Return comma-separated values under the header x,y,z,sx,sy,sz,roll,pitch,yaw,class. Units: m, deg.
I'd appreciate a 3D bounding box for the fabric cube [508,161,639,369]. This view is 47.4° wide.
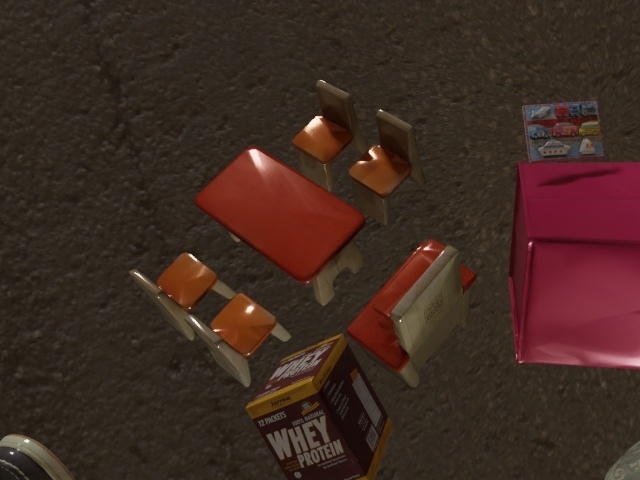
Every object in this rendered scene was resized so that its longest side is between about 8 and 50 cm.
x,y,z,sx,sy,sz,roll,pitch,yaw,class
0.452,0.035,1.192,0.258,0.259,0.254,2,124,9,fabric cube

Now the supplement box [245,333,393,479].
x,y,z,sx,sy,sz,roll,pitch,yaw,class
0.005,0.294,1.215,0.129,0.191,0.194,-26,97,22,supplement box

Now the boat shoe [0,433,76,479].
x,y,z,sx,sy,sz,roll,pitch,yaw,class
-0.266,0.321,0.684,0.103,0.092,0.285,6,113,27,boat shoe

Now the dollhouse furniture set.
x,y,z,sx,sy,sz,roll,pitch,yaw,class
0.000,0.000,0.623,0.259,0.135,0.262,34,72,29,dollhouse furniture set

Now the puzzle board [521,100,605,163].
x,y,z,sx,sy,sz,roll,pitch,yaw,class
0.396,-0.177,1.186,0.128,0.011,0.096,-5,82,-4,puzzle board

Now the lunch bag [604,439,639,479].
x,y,z,sx,sy,sz,roll,pitch,yaw,class
0.488,0.257,0.813,0.287,0.169,0.235,23,131,-26,lunch bag
